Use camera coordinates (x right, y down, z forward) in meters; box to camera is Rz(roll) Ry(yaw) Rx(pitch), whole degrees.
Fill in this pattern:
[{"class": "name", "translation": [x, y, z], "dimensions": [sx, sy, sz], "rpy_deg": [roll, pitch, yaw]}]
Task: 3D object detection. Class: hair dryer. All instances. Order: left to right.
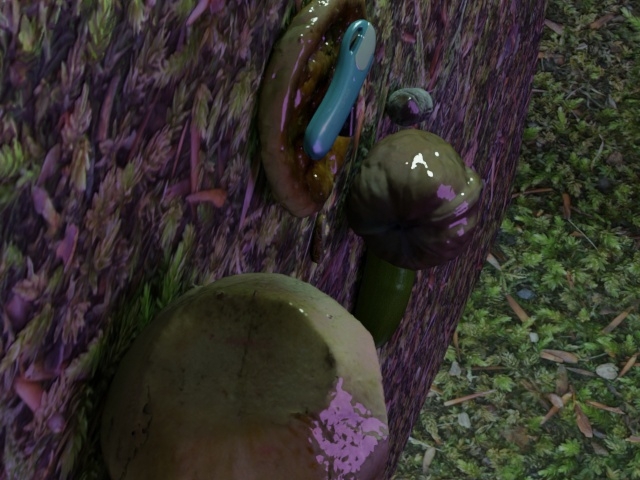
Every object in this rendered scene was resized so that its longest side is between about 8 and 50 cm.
[{"class": "hair dryer", "translation": [0.023, -0.158, 1.717], "dimensions": [0.083, 0.026, 0.047], "rpy_deg": [-42, 139, -54]}]

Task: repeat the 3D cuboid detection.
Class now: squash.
[{"class": "squash", "translation": [0.137, 0.049, 2.477], "dimensions": [0.107, 0.107, 0.395], "rpy_deg": [-46, 149, -61]}]

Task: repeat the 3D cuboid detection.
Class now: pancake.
[{"class": "pancake", "translation": [0.000, -0.200, 1.753], "dimensions": [0.356, 0.065, 0.356], "rpy_deg": [13, 90, -76]}]

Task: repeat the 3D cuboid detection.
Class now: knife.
[{"class": "knife", "translation": [0.025, -0.204, 1.680], "dimensions": [0.064, 0.031, 0.222], "rpy_deg": [46, 58, -42]}]

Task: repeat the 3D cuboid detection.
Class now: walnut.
[{"class": "walnut", "translation": [0.169, -0.073, 2.200], "dimensions": [0.248, 0.248, 0.248], "rpy_deg": [17, 90, -76]}]

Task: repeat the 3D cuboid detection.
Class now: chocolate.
[{"class": "chocolate", "translation": [0.166, -0.249, 2.313], "dimensions": [0.167, 0.072, 0.072], "rpy_deg": [-33, 138, -72]}]

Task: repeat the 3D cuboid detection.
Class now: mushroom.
[{"class": "mushroom", "translation": [0.000, 0.000, 2.072], "dimensions": [0.049, 0.019, 0.101], "rpy_deg": [-60, 161, -44]}]

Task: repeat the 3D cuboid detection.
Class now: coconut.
[{"class": "coconut", "translation": [-0.080, 0.220, 1.446], "dimensions": [0.352, 0.353, 0.352], "rpy_deg": [17, 90, -76]}]
